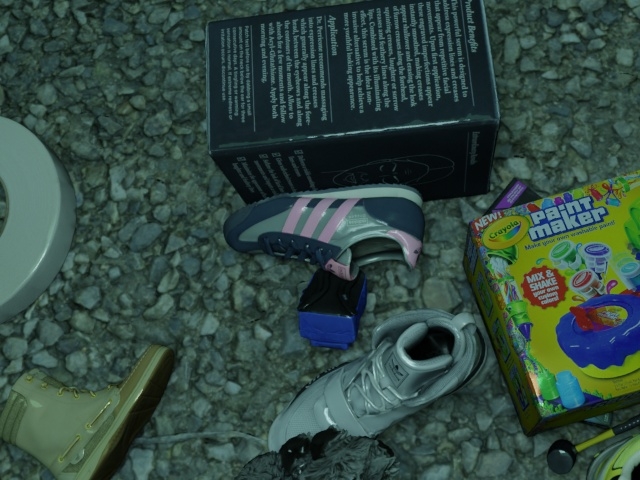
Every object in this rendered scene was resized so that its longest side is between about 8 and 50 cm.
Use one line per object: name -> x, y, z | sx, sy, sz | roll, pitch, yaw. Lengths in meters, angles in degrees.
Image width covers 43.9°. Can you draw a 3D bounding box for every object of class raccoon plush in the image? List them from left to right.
raccoon plush -> -0.012, 0.445, 0.960 | 0.216, 0.446, 0.299 | -13, 105, 33

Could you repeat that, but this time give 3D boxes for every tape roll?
tape roll -> -0.620, -0.033, 1.374 | 0.391, 0.072, 0.392 | -2, 73, 7

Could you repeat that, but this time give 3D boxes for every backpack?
backpack -> 0.020, 0.101, 1.221 | 0.097, 0.101, 0.120 | 9, 42, 10

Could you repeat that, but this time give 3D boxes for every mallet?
mallet -> 0.396, 0.269, 1.091 | 0.189, 0.062, 0.039 | -34, 79, 27

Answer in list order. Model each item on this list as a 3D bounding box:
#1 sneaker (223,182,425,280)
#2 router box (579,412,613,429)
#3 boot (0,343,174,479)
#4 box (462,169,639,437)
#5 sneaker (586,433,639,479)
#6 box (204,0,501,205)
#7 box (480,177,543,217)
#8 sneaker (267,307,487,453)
sneaker -> 0.000, 0.000, 1.204 | 0.318, 0.112, 0.131 | -9, 59, 14
router box -> 0.386, 0.206, 1.163 | 0.092, 0.038, 0.123 | 12, 76, 11
boot -> -0.368, 0.242, 1.242 | 0.203, 0.095, 0.262 | 29, 84, 17
box -> 0.380, 0.085, 1.090 | 0.289, 0.177, 0.279 | -17, 67, 0
sneaker -> 0.541, 0.271, 1.043 | 0.384, 0.147, 0.145 | -33, 75, 5
box -> 0.055, -0.191, 1.200 | 0.395, 0.293, 0.212 | -5, 73, 7
box -> 0.332, -0.007, 1.241 | 0.162, 0.029, 0.116 | 38, 82, 16
sneaker -> 0.072, 0.206, 1.120 | 0.365, 0.210, 0.137 | -30, 71, -1
